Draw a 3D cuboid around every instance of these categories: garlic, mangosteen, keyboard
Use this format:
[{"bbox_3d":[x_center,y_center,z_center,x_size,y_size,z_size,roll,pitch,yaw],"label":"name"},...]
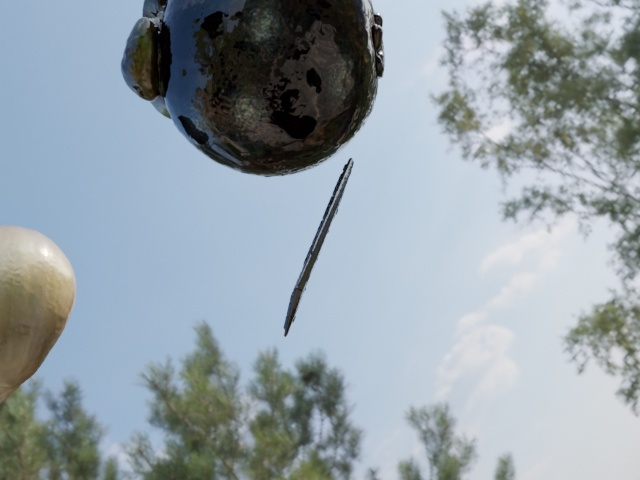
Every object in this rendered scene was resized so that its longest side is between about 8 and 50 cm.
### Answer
[{"bbox_3d":[-0.417,0.083,1.144,0.145,0.244,0.164,20,-48,-40],"label":"garlic"},{"bbox_3d":[-0.072,-0.205,0.923,0.288,0.288,0.288,-33,-31,-23],"label":"mangosteen"},{"bbox_3d":[0.000,0.000,0.775,0.198,0.010,0.063,-68,-4,-49],"label":"keyboard"}]
